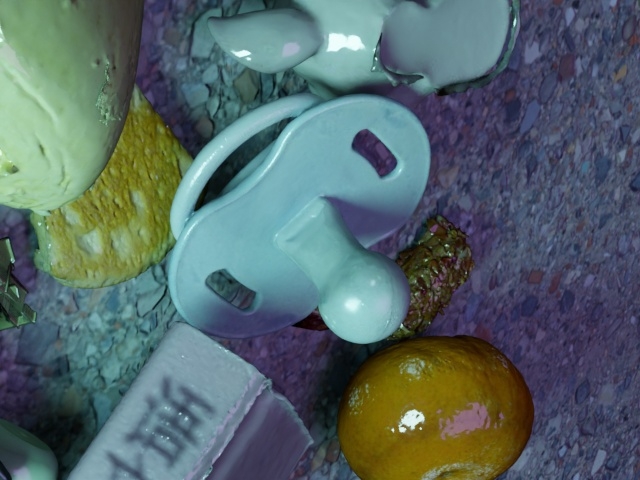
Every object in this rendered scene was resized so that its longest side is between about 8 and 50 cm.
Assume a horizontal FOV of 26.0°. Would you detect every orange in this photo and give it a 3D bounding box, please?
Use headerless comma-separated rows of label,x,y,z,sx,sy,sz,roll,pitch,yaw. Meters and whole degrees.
orange,0.126,0.194,1.558,0.224,0.170,0.224,-13,146,-9

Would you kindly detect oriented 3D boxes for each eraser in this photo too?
eraser,-0.164,0.278,1.283,0.359,0.122,0.272,-56,163,-11

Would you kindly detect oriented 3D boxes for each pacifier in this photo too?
pacifier,0.000,0.000,1.251,0.287,0.226,0.238,-43,141,1

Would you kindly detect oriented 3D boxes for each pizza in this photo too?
pizza,-0.195,-0.060,1.198,0.181,0.034,0.262,-48,140,-21

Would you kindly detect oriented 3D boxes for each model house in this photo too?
model house,-0.269,0.029,1.145,0.083,0.057,0.058,56,27,-44

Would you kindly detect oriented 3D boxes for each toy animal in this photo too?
toy animal,0.052,-0.217,1.307,0.325,0.154,0.208,17,89,-46

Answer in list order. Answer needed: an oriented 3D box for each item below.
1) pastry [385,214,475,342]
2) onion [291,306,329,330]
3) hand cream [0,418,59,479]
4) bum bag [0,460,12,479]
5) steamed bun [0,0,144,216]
pastry,0.123,0.050,1.587,0.169,0.063,0.087,-50,136,-17
onion,-0.002,0.041,1.421,0.107,0.097,0.107,-5,90,-66
hand cream,-0.332,0.299,1.184,0.147,0.093,0.306,35,83,-47
bum bag,-0.334,0.126,1.070,0.123,0.060,0.248,-16,128,8
steamed bun,-0.214,-0.156,0.964,0.273,0.166,0.232,48,31,-45
